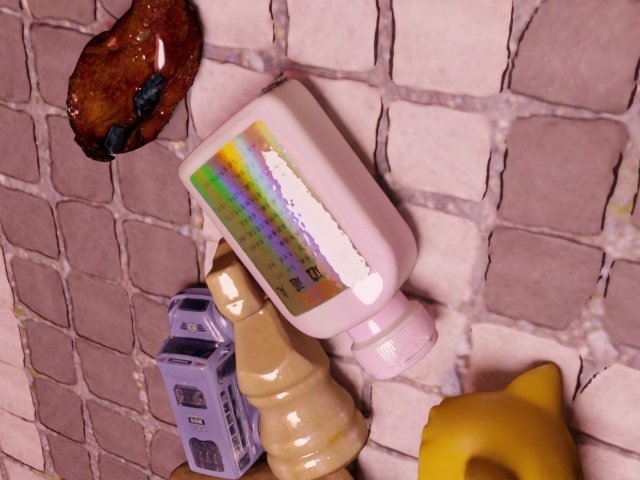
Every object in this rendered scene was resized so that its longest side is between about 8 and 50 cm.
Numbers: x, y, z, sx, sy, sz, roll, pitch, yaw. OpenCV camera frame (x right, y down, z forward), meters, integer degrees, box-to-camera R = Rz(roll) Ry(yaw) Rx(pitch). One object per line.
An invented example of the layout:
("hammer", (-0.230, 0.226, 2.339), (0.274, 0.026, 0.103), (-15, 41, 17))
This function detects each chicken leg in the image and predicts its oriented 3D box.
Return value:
("chicken leg", (-0.137, -0.159, 0.591), (0.106, 0.051, 0.253), (36, 125, 15))

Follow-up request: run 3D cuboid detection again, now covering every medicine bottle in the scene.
("medicine bottle", (0.000, 0.000, 0.577), (0.115, 0.078, 0.219), (-33, 97, 35))

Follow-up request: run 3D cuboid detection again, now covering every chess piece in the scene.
("chess piece", (-0.038, 0.091, 0.646), (0.090, 0.090, 0.200), (-15, 106, 35))

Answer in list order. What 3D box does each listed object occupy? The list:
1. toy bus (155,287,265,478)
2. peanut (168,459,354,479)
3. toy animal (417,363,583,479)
("toy bus", (-0.096, 0.128, 0.706), (0.073, 0.076, 0.167), (2, 116, 28))
("peanut", (-0.054, 0.244, 0.741), (0.214, 0.099, 0.099), (-15, 107, 29))
("toy animal", (0.148, 0.218, 0.569), (0.156, 0.156, 0.229), (-10, 112, 34))
